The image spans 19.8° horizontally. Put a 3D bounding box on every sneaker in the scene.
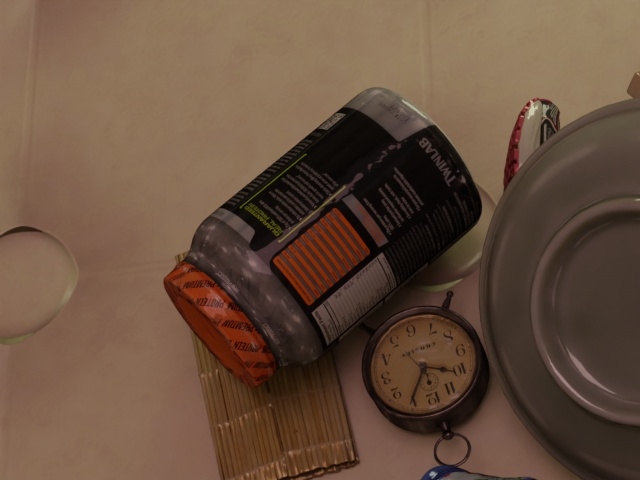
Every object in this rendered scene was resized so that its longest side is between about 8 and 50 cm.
[{"bbox_3d":[0.259,-0.011,1.949,0.112,0.121,0.299,-6,68,-3],"label":"sneaker"}]

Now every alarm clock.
[{"bbox_3d":[0.116,0.154,1.924,0.129,0.064,0.192,-19,57,6],"label":"alarm clock"}]

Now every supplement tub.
[{"bbox_3d":[0.000,0.000,1.949,0.316,0.193,0.193,-39,59,-14],"label":"supplement tub"}]

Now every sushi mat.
[{"bbox_3d":[-0.062,0.125,2.018,0.151,0.019,0.316,-17,60,6],"label":"sushi mat"}]

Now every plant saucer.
[{"bbox_3d":[0.312,0.063,1.733,0.400,0.100,0.400,3,96,33],"label":"plant saucer"}]

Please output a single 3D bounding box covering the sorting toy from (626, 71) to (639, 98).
[{"bbox_3d":[0.455,-0.071,1.850,0.257,0.255,0.089,37,116,29],"label":"sorting toy"}]

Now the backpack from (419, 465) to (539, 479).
[{"bbox_3d":[0.141,0.349,1.719,0.213,0.276,0.263,13,64,36],"label":"backpack"}]
